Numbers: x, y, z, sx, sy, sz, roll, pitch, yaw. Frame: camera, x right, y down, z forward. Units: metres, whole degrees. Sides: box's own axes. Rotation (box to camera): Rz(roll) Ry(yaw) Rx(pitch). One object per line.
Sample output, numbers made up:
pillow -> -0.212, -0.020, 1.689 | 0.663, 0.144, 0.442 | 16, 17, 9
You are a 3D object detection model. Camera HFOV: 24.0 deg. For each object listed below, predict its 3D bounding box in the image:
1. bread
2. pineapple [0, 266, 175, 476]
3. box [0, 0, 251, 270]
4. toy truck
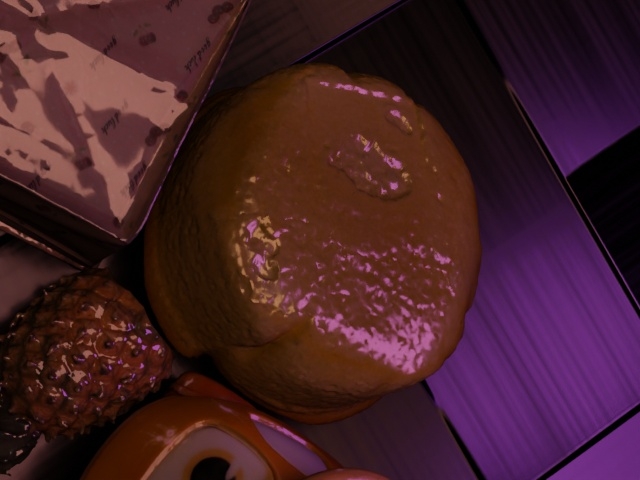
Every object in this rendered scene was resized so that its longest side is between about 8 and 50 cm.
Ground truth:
bread -> 0.000, 0.000, 1.126 | 0.269, 0.148, 0.270 | 10, 72, -33
pineapple -> -0.228, 0.128, 1.082 | 0.251, 0.125, 0.125 | -35, 97, -11
box -> -0.226, -0.145, 1.058 | 0.297, 0.190, 0.225 | 28, 77, -14
toy truck -> -0.039, 0.240, 1.070 | 0.288, 0.211, 0.204 | 41, 74, -26
